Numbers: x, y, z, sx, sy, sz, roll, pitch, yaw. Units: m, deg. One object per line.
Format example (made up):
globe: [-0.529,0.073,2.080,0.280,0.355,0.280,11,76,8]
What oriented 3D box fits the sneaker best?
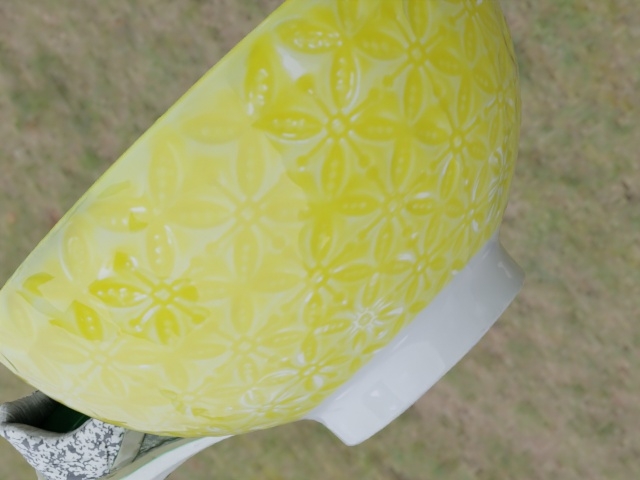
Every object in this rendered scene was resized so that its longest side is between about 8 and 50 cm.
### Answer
sneaker: [-0.148,0.124,1.592,0.182,0.410,0.158,46,-171,-52]

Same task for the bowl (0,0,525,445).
bowl: [0.000,0.000,0.733,0.156,0.289,0.289,46,157,0]
